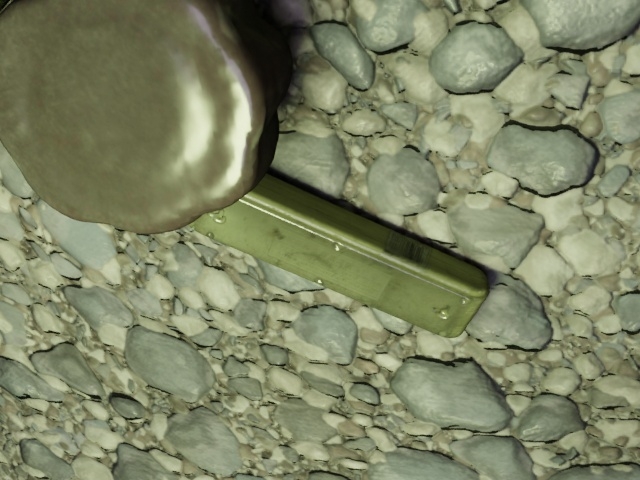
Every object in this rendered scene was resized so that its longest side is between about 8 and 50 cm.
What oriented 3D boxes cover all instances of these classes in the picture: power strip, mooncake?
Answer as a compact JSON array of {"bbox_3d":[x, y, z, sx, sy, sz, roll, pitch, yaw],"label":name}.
[{"bbox_3d":[0.000,0.000,1.360,0.387,0.066,0.092,23,131,-4],"label":"power strip"},{"bbox_3d":[-0.176,-0.156,1.214,0.306,0.154,0.306,7,116,14],"label":"mooncake"}]

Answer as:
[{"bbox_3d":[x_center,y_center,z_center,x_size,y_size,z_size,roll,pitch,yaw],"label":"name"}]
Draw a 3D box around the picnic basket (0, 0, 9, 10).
[{"bbox_3d":[-0.341,-0.346,1.158,0.154,0.134,0.196,23,129,-5],"label":"picnic basket"}]
